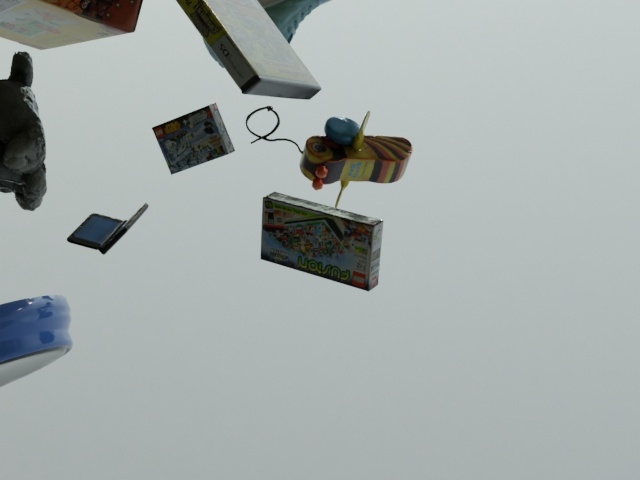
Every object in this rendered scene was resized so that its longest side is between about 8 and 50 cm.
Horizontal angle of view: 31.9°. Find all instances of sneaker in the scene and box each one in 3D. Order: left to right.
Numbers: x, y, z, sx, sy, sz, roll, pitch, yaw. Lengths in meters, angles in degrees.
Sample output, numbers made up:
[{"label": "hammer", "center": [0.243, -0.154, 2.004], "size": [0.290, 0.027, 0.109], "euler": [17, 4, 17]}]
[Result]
[{"label": "sneaker", "center": [-0.096, -0.488, 2.519], "size": [0.366, 0.150, 0.135], "euler": [-24, -172, -16]}]

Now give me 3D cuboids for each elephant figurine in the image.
[{"label": "elephant figurine", "center": [-0.458, -0.107, 1.345], "size": [0.239, 0.169, 0.186], "euler": [-5, -138, -20]}]

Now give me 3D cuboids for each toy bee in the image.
[{"label": "toy bee", "center": [0.025, -0.137, 2.020], "size": [0.298, 0.195, 0.162], "euler": [-8, -141, 0]}]

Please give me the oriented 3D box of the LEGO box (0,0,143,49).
[{"label": "LEGO box", "center": [-0.573, -0.505, 2.026], "size": [0.500, 0.373, 0.193], "euler": [9, -96, 57]}]

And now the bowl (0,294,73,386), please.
[{"label": "bowl", "center": [-0.534, 0.185, 1.585], "size": [0.391, 0.391, 0.077], "euler": [-22, -96, -2]}]

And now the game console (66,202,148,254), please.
[{"label": "game console", "center": [-0.389, -0.033, 2.058], "size": [0.107, 0.071, 0.122], "euler": [-42, -169, 29]}]

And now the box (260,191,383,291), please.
[{"label": "box", "center": [0.000, 0.000, 1.805], "size": [0.207, 0.114, 0.036], "euler": [15, -155, 27]}]

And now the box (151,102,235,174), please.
[{"label": "box", "center": [-0.227, -0.181, 2.001], "size": [0.137, 0.094, 0.027], "euler": [-16, -169, 32]}]

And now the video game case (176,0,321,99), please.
[{"label": "video game case", "center": [-0.120, -0.308, 1.580], "size": [0.035, 0.248, 0.275], "euler": [-38, 174, 17]}]
